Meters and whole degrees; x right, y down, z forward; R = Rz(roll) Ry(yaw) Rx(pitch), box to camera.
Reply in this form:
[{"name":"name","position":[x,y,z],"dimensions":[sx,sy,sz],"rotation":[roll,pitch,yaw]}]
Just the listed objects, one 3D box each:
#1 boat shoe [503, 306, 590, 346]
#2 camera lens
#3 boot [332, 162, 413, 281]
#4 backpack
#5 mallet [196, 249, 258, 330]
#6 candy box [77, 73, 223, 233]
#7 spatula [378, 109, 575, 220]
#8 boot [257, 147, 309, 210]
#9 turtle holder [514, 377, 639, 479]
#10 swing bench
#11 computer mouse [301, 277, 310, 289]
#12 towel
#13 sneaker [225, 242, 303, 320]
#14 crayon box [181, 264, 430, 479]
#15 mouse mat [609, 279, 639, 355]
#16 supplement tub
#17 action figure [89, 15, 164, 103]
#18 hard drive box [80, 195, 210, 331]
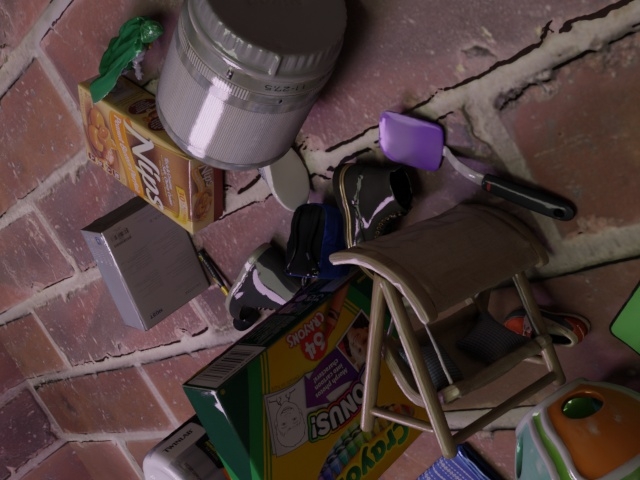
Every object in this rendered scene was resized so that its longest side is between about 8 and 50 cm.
[{"name":"boat shoe","position":[0.308,0.124,1.228],"dimensions":[0.137,0.043,0.049],"rotation":[1,122,50]},{"name":"camera lens","position":[-0.103,-0.246,1.230],"dimensions":[0.219,0.219,0.274],"rotation":[47,145,9]},{"name":"boot","position":[0.098,-0.021,1.307],"dimensions":[0.137,0.077,0.197],"rotation":[3,123,54]},{"name":"backpack","position":[0.000,0.000,1.432],"dimensions":[0.098,0.101,0.120],"rotation":[3,90,44]},{"name":"mallet","position":[-0.191,0.098,1.795],"dimensions":[0.189,0.039,0.062],"rotation":[59,146,-2]},{"name":"candy box","position":[-0.320,-0.171,1.662],"dimensions":[0.316,0.088,0.182],"rotation":[34,141,26]},{"name":"spatula","position":[0.203,-0.092,1.174],"dimensions":[0.296,0.030,0.084],"rotation":[31,140,29]},{"name":"boot","position":[-0.083,-0.139,1.449],"dimensions":[0.086,0.069,0.190],"rotation":[19,136,63]},{"name":"turtle holder","position":[0.383,0.317,1.182],"dimensions":[0.227,0.243,0.320],"rotation":[53,-171,26]},{"name":"swing bench","position":[0.171,0.100,1.138],"dimensions":[0.165,0.253,0.254],"rotation":[6,110,47]},{"name":"computer mouse","position":[-0.021,0.140,1.566],"dimensions":[0.071,0.041,0.242],"rotation":[23,117,29]},{"name":"towel","position":[0.273,0.519,1.613],"dimensions":[0.243,0.040,0.336],"rotation":[45,145,13]},{"name":"sneaker","position":[-0.105,0.112,1.660],"dimensions":[0.118,0.083,0.222],"rotation":[43,143,14]},{"name":"crayon box","position":[-0.001,0.261,1.422],"dimensions":[0.106,0.363,0.313],"rotation":[-4,117,50]},{"name":"mouse mat","position":[0.461,0.125,1.083],"dimensions":[0.190,0.007,0.152],"rotation":[39,143,21]},{"name":"supplement tub","position":[-0.171,0.415,1.773],"dimensions":[0.207,0.338,0.207],"rotation":[29,138,30]},{"name":"action figure","position":[-0.330,-0.329,1.533],"dimensions":[0.232,0.064,0.137],"rotation":[-19,61,56]},{"name":"hard drive box","position":[-0.355,0.038,1.802],"dimensions":[0.089,0.181,0.232],"rotation":[7,124,47]}]
